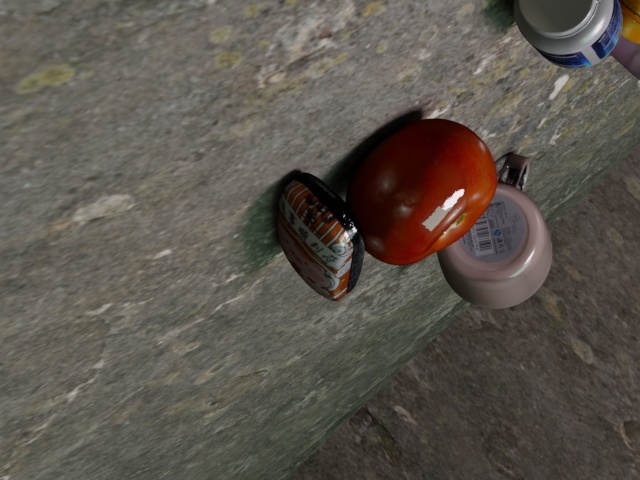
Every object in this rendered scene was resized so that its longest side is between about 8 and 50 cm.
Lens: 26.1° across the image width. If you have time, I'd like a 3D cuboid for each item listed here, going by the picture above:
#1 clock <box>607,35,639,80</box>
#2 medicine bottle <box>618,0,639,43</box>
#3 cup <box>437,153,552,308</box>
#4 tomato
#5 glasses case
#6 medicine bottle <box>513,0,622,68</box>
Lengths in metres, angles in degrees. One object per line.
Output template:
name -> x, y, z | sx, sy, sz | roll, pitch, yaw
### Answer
clock -> 0.585, -0.378, 2.052 | 0.322, 0.113, 0.295 | -49, 166, 25
medicine bottle -> 0.442, -0.346, 1.743 | 0.096, 0.096, 0.192 | -28, 163, -48
cup -> 0.293, -0.025, 2.269 | 0.200, 0.191, 0.253 | 49, 60, -75
tomato -> 0.115, -0.060, 1.630 | 0.195, 0.136, 0.195 | -38, 165, -12
glasses case -> 0.000, 0.000, 1.560 | 0.067, 0.103, 0.267 | -42, 167, -11
medicine bottle -> 0.270, -0.251, 1.511 | 0.107, 0.107, 0.191 | -44, 168, 12
